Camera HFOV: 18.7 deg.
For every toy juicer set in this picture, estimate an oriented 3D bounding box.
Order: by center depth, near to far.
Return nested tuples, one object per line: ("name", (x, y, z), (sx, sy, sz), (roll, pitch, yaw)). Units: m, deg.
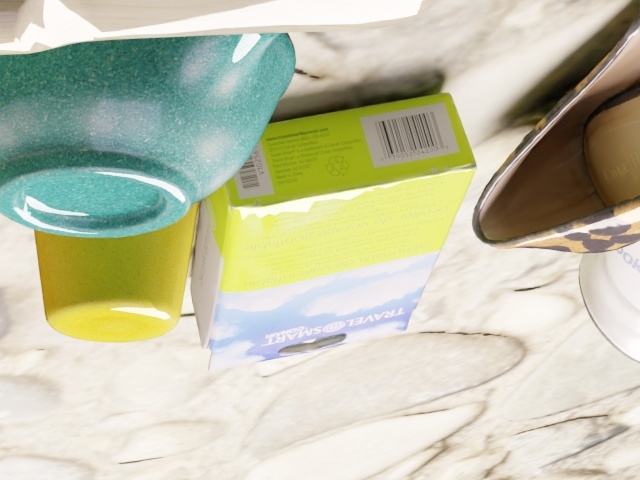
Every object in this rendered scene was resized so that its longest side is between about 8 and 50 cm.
("toy juicer set", (-0.110, -0.056, 0.635), (0.209, 0.089, 0.329), (5, 160, -17))

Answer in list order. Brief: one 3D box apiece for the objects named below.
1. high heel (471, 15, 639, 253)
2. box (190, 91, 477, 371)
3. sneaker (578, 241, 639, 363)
("high heel", (0.131, -0.055, 0.769), (0.186, 0.093, 0.261), (-27, 165, 8))
("box", (0.000, 0.000, 0.878), (0.109, 0.042, 0.178), (-11, 157, -12))
("sneaker", (0.281, -0.014, 0.966), (0.297, 0.111, 0.129), (-14, 151, -9))
